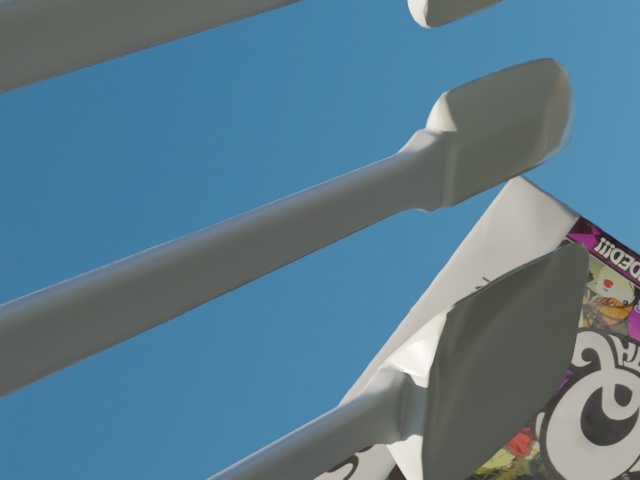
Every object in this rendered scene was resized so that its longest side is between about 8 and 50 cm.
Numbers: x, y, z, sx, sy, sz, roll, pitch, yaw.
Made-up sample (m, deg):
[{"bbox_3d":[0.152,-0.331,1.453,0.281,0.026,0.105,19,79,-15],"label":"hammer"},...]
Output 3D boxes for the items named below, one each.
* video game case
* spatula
[{"bbox_3d":[0.110,0.117,0.697,0.210,0.232,0.042,-51,-10,-20],"label":"video game case"},{"bbox_3d":[0.000,0.000,0.389,0.242,0.019,0.168,-26,-52,-49],"label":"spatula"}]
